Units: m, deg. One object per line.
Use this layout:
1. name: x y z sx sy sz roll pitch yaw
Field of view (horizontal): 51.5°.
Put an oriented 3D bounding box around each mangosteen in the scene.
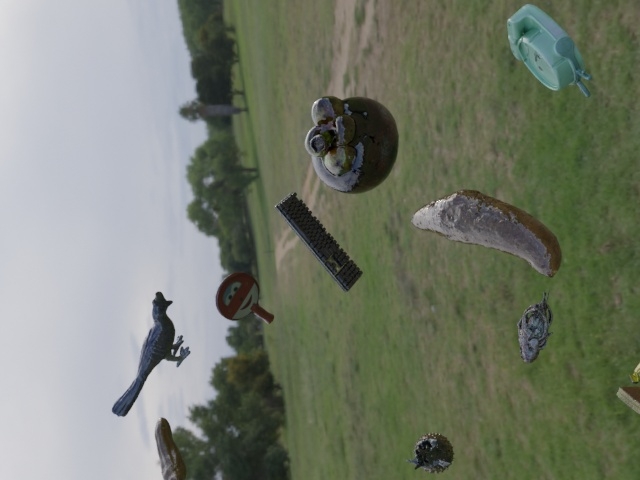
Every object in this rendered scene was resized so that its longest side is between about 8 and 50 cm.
1. mangosteen: 0.098 -0.312 2.142 0.330 0.329 0.330 174 90 -84

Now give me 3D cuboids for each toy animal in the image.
1. toy animal: -0.458 0.313 1.883 0.205 0.081 0.367 10 -78 -61

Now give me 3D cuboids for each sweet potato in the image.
1. sweet potato: -0.328 0.467 1.443 0.053 0.054 0.182 -49 48 20
2. sweet potato: 0.269 -0.033 1.164 0.341 0.092 0.114 23 138 51

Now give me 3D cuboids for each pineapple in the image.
1. pineapple: 0.296 0.577 1.779 0.251 0.125 0.125 47 -145 -71

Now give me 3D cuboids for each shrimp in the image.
1. shrimp: 0.508 0.203 1.561 0.073 0.074 0.190 -55 -19 -67

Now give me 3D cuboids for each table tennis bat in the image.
1. table tennis bat: -0.148 0.124 1.323 0.019 0.098 0.154 19 163 49

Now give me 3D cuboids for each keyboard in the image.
1. keyboard: 0.000 0.000 1.880 0.317 0.106 0.027 49 133 -5

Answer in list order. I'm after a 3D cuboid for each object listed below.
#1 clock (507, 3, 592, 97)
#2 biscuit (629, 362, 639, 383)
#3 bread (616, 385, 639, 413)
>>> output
1. clock: 0.468 -0.372 1.344 0.211 0.066 0.159 54 -172 26
2. biscuit: 0.899 0.256 1.726 0.048 0.026 0.292 -64 0 -68
3. bread: 0.907 0.454 1.880 0.094 0.090 0.035 48 128 54
